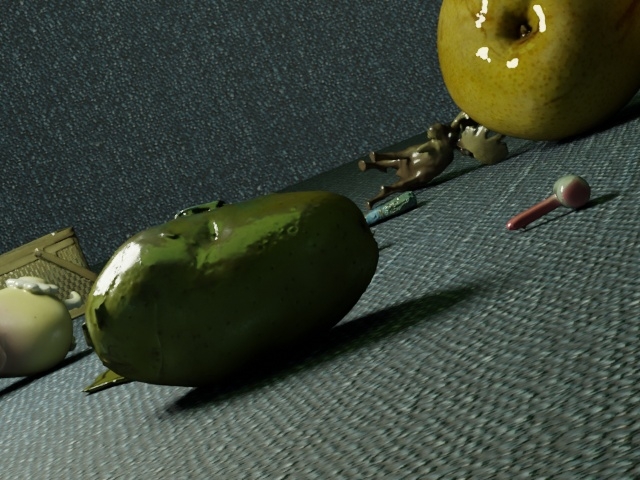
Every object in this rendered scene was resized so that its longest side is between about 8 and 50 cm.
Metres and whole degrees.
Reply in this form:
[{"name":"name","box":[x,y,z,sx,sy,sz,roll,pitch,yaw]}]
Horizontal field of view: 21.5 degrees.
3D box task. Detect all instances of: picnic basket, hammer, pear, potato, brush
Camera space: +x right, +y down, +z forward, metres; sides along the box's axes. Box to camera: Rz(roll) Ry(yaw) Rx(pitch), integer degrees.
[{"name":"picnic basket","box":[-0.499,0.090,2.768,0.267,0.139,0.165,-25,5,-17]},{"name":"hammer","box":[0.207,-0.032,1.541,0.083,0.031,0.052,-29,1,1]},{"name":"pear","box":[0.295,-0.278,2.236,0.314,0.314,0.314,-23,5,2]},{"name":"potato","box":[-0.073,0.036,1.393,0.248,0.143,0.169,-22,15,7]},{"name":"brush","box":[0.035,-0.018,2.207,0.196,0.021,0.070,-23,3,6]}]

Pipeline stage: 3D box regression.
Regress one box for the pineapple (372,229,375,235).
[{"name":"pineapple","box":[0.000,0.000,1.912,0.114,0.077,0.114,-19,-9,-5]}]

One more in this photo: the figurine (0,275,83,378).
[{"name":"figurine","box":[-0.439,0.143,1.982,0.394,0.226,0.274,-13,28,-41]}]

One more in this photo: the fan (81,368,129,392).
[{"name":"fan","box":[-0.096,0.085,1.738,0.335,0.011,0.229,-27,6,-21]}]

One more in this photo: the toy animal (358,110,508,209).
[{"name":"toy animal","box":[0.156,-0.123,2.385,0.186,0.093,0.214,-16,-5,-16]}]
